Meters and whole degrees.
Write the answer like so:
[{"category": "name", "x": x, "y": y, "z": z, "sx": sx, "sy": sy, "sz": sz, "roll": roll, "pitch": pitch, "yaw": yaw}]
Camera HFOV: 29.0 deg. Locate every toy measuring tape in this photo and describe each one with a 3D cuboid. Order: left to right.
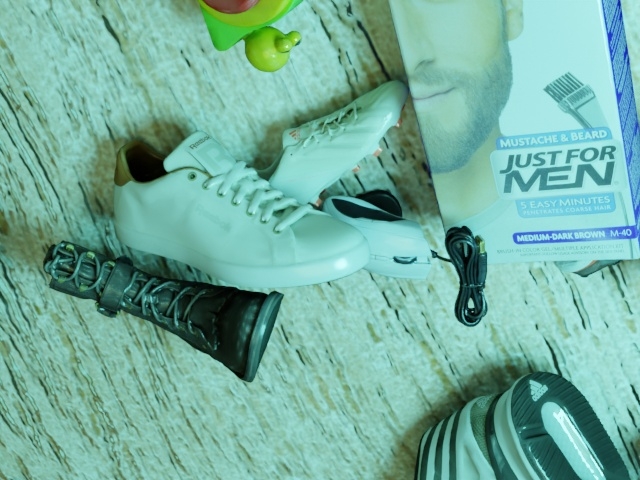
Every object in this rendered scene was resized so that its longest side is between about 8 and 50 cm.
[{"category": "toy measuring tape", "x": -0.078, "y": -0.302, "z": 1.066, "sx": 0.121, "sy": 0.121, "sz": 0.330, "roll": -13, "pitch": 112, "yaw": 13}]

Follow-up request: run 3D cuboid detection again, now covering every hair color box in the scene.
[{"category": "hair color box", "x": 0.182, "y": -0.143, "z": 1.121, "sx": 0.185, "sy": 0.110, "sz": 0.339, "roll": -3, "pitch": 121, "yaw": 23}]

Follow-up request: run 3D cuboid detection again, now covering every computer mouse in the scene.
[{"category": "computer mouse", "x": 0.073, "y": 0.013, "z": 1.204, "sx": 0.193, "sy": 0.042, "sz": 0.106, "roll": 19, "pitch": 135, "yaw": 29}]

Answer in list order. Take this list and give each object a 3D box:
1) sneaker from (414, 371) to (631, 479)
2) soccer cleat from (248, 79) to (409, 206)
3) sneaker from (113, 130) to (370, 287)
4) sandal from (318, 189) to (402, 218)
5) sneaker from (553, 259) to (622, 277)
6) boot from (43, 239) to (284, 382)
[{"category": "sneaker", "x": 0.264, "y": 0.374, "z": 1.388, "sx": 0.257, "sy": 0.169, "sz": 0.447, "roll": -31, "pitch": 89, "yaw": 46}, {"category": "soccer cleat", "x": 0.006, "y": -0.095, "z": 1.213, "sx": 0.076, "sy": 0.068, "sz": 0.196, "roll": 40, "pitch": 120, "yaw": -15}, {"category": "sneaker", "x": -0.088, "y": -0.035, "z": 1.195, "sx": 0.290, "sy": 0.106, "sz": 0.123, "roll": 12, "pitch": 119, "yaw": 27}, {"category": "sandal", "x": 0.000, "y": 0.000, "z": 1.287, "sx": 0.179, "sy": 0.040, "sz": 0.067, "roll": -23, "pitch": 117, "yaw": 19}, {"category": "sneaker", "x": 0.310, "y": -0.015, "z": 1.250, "sx": 0.158, "sy": 0.061, "sz": 0.065, "roll": -33, "pitch": 141, "yaw": 23}, {"category": "boot", "x": -0.170, "y": 0.061, "z": 1.246, "sx": 0.229, "sy": 0.263, "sz": 0.091, "roll": 22, "pitch": 78, "yaw": -13}]
